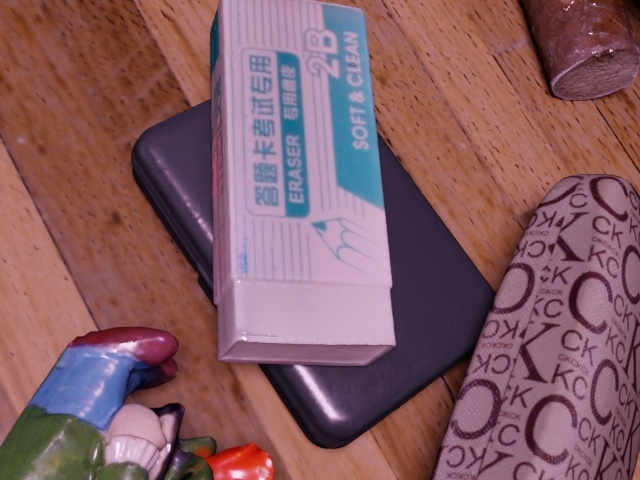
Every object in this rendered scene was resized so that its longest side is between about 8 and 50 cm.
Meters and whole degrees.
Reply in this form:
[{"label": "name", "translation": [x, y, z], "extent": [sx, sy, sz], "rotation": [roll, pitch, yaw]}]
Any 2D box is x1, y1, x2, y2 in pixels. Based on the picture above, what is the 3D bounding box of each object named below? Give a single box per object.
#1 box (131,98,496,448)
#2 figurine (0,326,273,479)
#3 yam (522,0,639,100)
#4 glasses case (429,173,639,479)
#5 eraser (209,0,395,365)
[{"label": "box", "translation": [0.000, 0.000, 0.592], "extent": [0.160, 0.050, 0.230], "rotation": [-31, 81, -27]}, {"label": "figurine", "translation": [-0.057, 0.162, 0.474], "extent": [0.234, 0.127, 0.185], "rotation": [23, 54, 2]}, {"label": "yam", "translation": [0.201, -0.190, 0.727], "extent": [0.079, 0.079, 0.141], "rotation": [-3, 71, -20]}, {"label": "glasses case", "translation": [0.136, 0.117, 0.547], "extent": [0.137, 0.085, 0.355], "rotation": [51, 54, -39]}, {"label": "eraser", "translation": [-0.014, -0.041, 0.546], "extent": [0.095, 0.052, 0.225], "rotation": [4, 67, -18]}]
